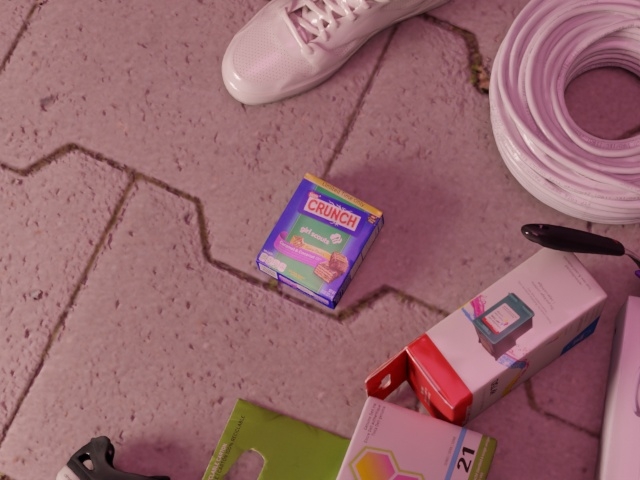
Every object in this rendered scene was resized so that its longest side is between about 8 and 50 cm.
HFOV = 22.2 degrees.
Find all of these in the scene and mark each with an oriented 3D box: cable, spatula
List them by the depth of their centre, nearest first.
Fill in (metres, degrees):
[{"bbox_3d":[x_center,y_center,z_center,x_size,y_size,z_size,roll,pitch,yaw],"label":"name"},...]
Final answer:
[{"bbox_3d":[0.290,0.020,1.544,0.084,0.296,0.030,33,101,49],"label":"spatula"},{"bbox_3d":[0.300,-0.144,1.662,0.257,0.089,0.257,10,75,5],"label":"cable"}]

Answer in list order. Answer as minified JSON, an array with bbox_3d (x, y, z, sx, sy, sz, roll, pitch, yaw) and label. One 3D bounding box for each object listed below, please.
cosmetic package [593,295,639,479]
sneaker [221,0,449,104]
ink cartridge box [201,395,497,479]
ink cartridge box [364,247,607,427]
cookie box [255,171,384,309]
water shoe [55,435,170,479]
[{"bbox_3d":[0.401,0.262,1.548,0.284,0.097,0.377,8,75,6],"label":"cosmetic package"},{"bbox_3d":[0.022,-0.253,1.656,0.292,0.169,0.108,-32,79,-6],"label":"sneaker"},{"bbox_3d":[0.013,0.241,1.531,0.255,0.097,0.189,19,55,6],"label":"ink cartridge box"},{"bbox_3d":[0.157,0.108,1.571,0.231,0.134,0.078,-35,73,-7],"label":"ink cartridge box"},{"bbox_3d":[0.000,0.000,1.653,0.092,0.040,0.107,28,77,9],"label":"cookie box"},{"bbox_3d":[-0.161,0.266,1.570,0.203,0.073,0.080,37,77,10],"label":"water shoe"}]
